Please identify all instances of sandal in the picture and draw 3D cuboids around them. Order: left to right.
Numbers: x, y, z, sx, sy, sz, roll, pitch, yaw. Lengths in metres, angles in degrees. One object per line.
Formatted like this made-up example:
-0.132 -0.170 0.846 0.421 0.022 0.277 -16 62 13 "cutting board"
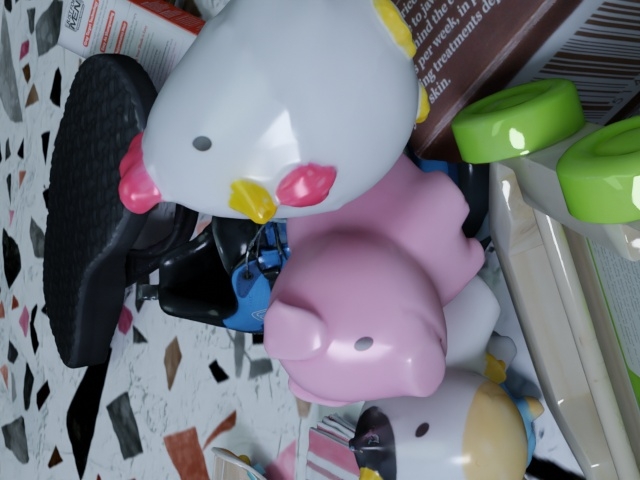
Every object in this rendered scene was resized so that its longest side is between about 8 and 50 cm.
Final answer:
-0.190 -0.025 0.986 0.168 0.107 0.446 69 152 22 "sandal"

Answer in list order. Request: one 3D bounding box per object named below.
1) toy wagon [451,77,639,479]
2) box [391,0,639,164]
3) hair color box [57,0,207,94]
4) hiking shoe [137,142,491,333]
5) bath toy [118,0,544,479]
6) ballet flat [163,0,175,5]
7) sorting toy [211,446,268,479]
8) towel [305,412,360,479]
0.149 0.078 0.385 0.344 0.068 0.267 -127 15 -73 "toy wagon"
0.078 -0.246 0.564 0.191 0.143 0.381 -49 55 44 "box"
-0.156 -0.177 0.907 0.141 0.043 0.072 29 119 11 "hair color box"
0.000 0.000 0.678 0.304 0.132 0.113 -38 61 48 "hiking shoe"
0.021 0.032 0.494 0.151 0.129 0.348 50 172 45 "bath toy"
-0.161 -0.252 0.952 0.073 0.080 0.232 -92 24 -59 "ballet flat"
-0.056 0.217 0.841 0.075 0.045 0.083 17 104 45 "sorting toy"
0.039 0.233 0.722 0.144 0.029 0.197 14 104 53 "towel"
